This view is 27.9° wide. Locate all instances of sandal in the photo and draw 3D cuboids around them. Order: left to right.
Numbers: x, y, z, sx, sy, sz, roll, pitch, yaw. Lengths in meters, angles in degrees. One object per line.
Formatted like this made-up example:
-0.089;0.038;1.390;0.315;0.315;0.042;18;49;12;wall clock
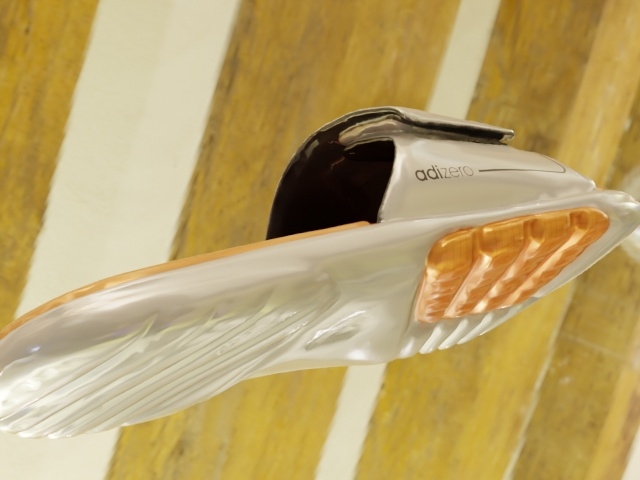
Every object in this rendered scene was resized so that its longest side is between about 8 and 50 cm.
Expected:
0.005;-0.005;0.418;0.265;0.076;0.102;-8;-24;-43;sandal
